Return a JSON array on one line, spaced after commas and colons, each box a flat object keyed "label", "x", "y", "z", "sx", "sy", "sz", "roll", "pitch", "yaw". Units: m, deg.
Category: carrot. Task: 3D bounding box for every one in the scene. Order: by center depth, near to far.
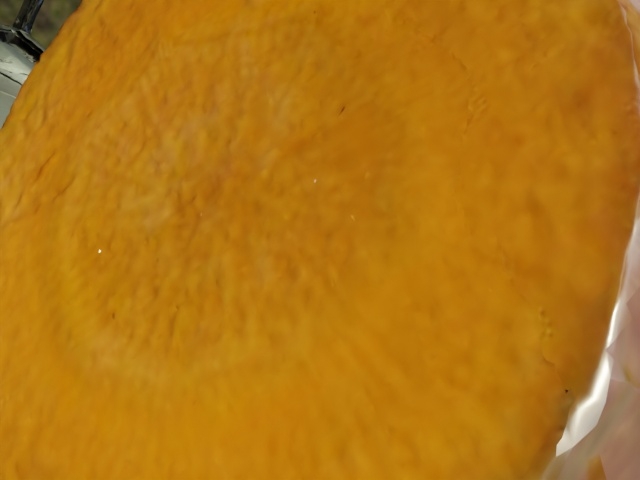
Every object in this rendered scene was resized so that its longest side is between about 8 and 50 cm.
[{"label": "carrot", "x": 0.000, "y": 0.000, "z": 0.436, "sx": 0.100, "sy": 0.258, "sz": 0.307, "roll": 46, "pitch": 13, "yaw": -45}]

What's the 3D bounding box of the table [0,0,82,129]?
[{"label": "table", "x": -0.201, "y": -0.226, "z": 1.171, "sx": 0.222, "sy": 0.335, "sz": 0.272, "roll": 6, "pitch": 117, "yaw": -50}]
